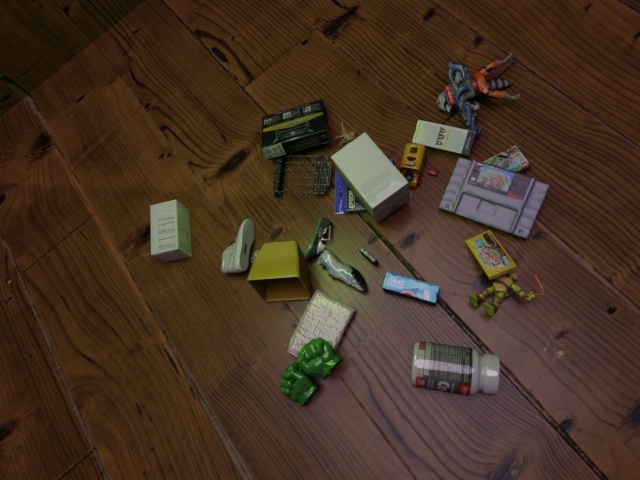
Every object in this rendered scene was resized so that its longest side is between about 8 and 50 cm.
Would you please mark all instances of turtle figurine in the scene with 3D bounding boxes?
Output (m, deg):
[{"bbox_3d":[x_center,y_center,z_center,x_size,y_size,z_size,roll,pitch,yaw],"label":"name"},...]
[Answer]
[{"bbox_3d":[0.653,0.169,1.613,0.217,0.087,0.269,-36,53,-16],"label":"turtle figurine"}]

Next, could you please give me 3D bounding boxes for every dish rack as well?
[{"bbox_3d":[-0.082,-0.292,1.974,0.271,0.074,0.208,2,73,13],"label":"dish rack"}]

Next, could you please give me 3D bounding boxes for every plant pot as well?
[{"bbox_3d":[-0.156,0.119,1.786,0.212,0.212,0.187,-5,58,13],"label":"plant pot"}]

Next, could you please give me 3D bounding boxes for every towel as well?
[{"bbox_3d":[0.002,0.359,1.739,0.187,0.049,0.282,25,80,19],"label":"towel"}]

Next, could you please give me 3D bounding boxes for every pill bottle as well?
[{"bbox_3d":[0.467,0.450,1.524,0.283,0.161,0.161,4,73,16],"label":"pill bottle"}]

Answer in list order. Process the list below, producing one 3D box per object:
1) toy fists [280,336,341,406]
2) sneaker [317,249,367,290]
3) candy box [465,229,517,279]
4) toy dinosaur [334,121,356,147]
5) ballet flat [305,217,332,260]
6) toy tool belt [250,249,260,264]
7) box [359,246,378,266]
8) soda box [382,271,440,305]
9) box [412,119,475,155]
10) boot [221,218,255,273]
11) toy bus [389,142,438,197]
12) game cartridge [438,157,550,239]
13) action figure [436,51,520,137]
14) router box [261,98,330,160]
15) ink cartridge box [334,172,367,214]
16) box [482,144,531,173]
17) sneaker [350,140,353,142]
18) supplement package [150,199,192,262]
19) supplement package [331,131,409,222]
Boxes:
[{"bbox_3d":[-0.051,0.491,1.642,0.142,0.096,0.279,40,107,19],"label":"toy fists"},{"bbox_3d":[0.089,0.134,1.783,0.237,0.085,0.086,38,111,19],"label":"sneaker"},{"bbox_3d":[0.638,0.052,1.643,0.105,0.027,0.206,-27,41,9],"label":"candy box"},{"bbox_3d":[0.114,-0.472,1.993,0.092,0.053,0.183,-38,38,6],"label":"toy dinosaur"},{"bbox_3d":[0.000,0.000,1.852,0.074,0.074,0.203,16,73,19],"label":"ballet flat"},{"bbox_3d":[-0.280,0.085,1.911,0.051,0.052,0.083,-23,57,48],"label":"toy tool belt"},{"bbox_3d":[0.197,0.066,1.777,0.083,0.067,0.018,41,85,24],"label":"box"},{"bbox_3d":[0.352,0.188,1.696,0.210,0.067,0.071,14,76,19],"label":"soda box"},{"bbox_3d":[0.523,-0.435,1.850,0.244,0.060,0.101,19,104,19],"label":"box"},{"bbox_3d":[-0.373,0.025,1.928,0.123,0.095,0.258,-9,57,28],"label":"boot"},{"bbox_3d":[0.381,-0.309,1.838,0.191,0.104,0.202,-32,66,2],"label":"toy bus"},{"bbox_3d":[0.674,-0.173,1.710,0.355,0.068,0.230,23,99,21],"label":"game cartridge"},{"bbox_3d":[0.667,-0.608,1.872,0.330,0.178,0.342,-10,99,17],"label":"action figure"},{"bbox_3d":[-0.117,-0.513,2.014,0.308,0.081,0.243,-13,50,10],"label":"router box"},{"bbox_3d":[0.160,-0.220,1.898,0.208,0.045,0.206,-4,72,14],"label":"ink cartridge box"},{"bbox_3d":[0.730,-0.291,1.778,0.207,0.036,0.114,-28,67,4],"label":"box"},{"bbox_3d":[0.124,-0.399,1.973,0.057,0.047,0.119,9,72,29],"label":"sneaker"},{"bbox_3d":[-0.686,-0.041,2.004,0.133,0.139,0.244,-12,68,9],"label":"supplement package"},{"bbox_3d":[0.206,-0.254,1.778,0.177,0.175,0.293,-35,69,1],"label":"supplement package"}]
